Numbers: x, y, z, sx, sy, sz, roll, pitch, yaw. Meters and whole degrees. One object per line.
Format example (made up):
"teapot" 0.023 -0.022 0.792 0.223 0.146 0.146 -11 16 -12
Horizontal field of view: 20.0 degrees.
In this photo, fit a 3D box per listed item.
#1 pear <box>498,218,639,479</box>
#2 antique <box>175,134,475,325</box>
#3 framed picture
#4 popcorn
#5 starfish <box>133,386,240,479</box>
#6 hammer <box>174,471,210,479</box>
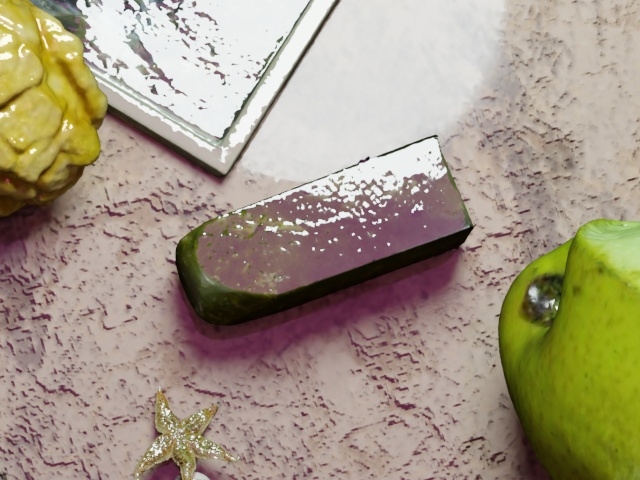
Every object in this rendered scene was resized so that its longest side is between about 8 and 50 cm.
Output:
"pear" 0.262 0.118 1.292 0.318 0.342 0.238 31 106 23
"antique" 0.000 0.000 1.392 0.221 0.081 0.080 -21 79 -7
"framed picture" -0.151 -0.228 1.456 0.324 0.020 0.240 32 78 3
"popcorn" -0.245 -0.120 1.353 0.140 0.163 0.194 -30 82 -10
"starfish" -0.109 0.150 1.374 0.092 0.016 0.086 -34 62 -28
"hammer" -0.074 0.205 1.374 0.083 0.031 0.052 12 79 -13
